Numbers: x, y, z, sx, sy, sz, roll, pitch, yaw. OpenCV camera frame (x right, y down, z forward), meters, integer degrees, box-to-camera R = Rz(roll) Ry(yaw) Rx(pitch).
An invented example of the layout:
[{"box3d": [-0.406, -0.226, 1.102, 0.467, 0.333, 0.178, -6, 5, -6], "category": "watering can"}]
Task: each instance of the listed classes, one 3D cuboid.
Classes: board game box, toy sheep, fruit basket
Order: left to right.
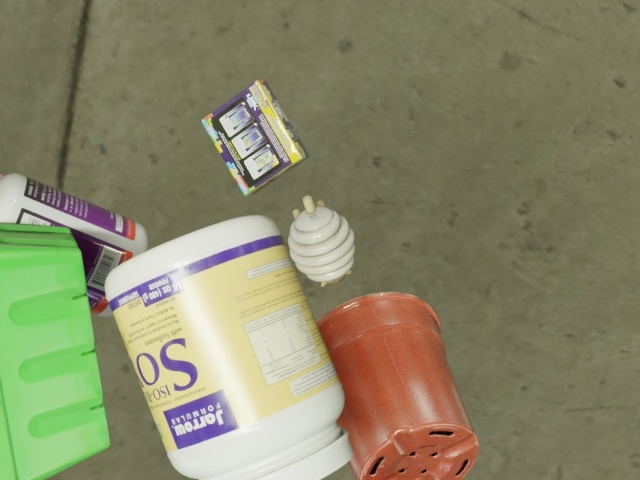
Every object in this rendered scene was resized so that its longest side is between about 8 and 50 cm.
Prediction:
[{"box3d": [-0.500, 0.158, 1.335, 0.283, 0.392, 0.392, 32, 105, 67], "category": "fruit basket"}, {"box3d": [-0.122, -0.191, 1.811, 0.141, 0.048, 0.170, -31, 86, 22], "category": "board game box"}, {"box3d": [0.000, 0.000, 1.180, 0.091, 0.132, 0.091, -17, 34, 12], "category": "toy sheep"}]

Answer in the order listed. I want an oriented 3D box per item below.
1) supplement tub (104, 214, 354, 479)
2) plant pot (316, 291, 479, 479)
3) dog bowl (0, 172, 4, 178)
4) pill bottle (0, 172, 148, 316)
[{"box3d": [-0.112, 0.157, 1.240, 0.241, 0.241, 0.331, -24, 86, 28], "category": "supplement tub"}, {"box3d": [0.120, 0.273, 1.605, 0.272, 0.272, 0.265, -47, 38, 20], "category": "plant pot"}, {"box3d": [-0.723, 0.014, 1.856, 0.408, 0.408, 0.150, 41, 149, 28], "category": "dog bowl"}, {"box3d": [-0.473, 0.000, 1.663, 0.181, 0.323, 0.181, -45, 32, 38], "category": "pill bottle"}]
